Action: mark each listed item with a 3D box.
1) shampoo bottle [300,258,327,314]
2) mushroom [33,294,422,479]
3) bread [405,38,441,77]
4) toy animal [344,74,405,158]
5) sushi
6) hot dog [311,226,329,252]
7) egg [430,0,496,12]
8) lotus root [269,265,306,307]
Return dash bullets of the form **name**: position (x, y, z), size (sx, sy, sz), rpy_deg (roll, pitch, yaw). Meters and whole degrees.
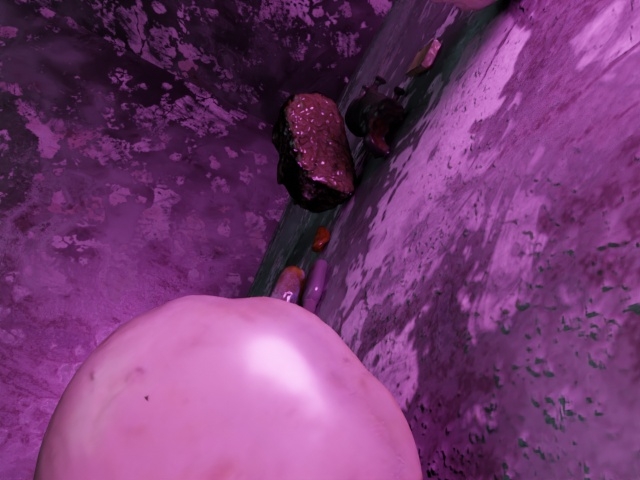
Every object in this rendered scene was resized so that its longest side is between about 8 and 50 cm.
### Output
- **shampoo bottle**: position (-0.018, 0.117, 1.050), size (0.080, 0.040, 0.165), rpy_deg (-57, 11, 37)
- **mushroom**: position (-0.074, 0.222, 0.429), size (0.336, 0.314, 0.315), rpy_deg (87, -161, -57)
- **bread**: position (0.244, -0.433, 1.093), size (0.068, 0.028, 0.154), rpy_deg (-63, 9, 9)
- **toy animal**: position (0.139, -0.323, 1.158), size (0.168, 0.106, 0.343), rpy_deg (-60, 14, 19)
- **sushi**: position (-0.019, -0.253, 1.266), size (0.171, 0.210, 0.350), rpy_deg (127, 135, -59)
- **hot dog**: position (0.000, 0.000, 1.268), size (0.058, 0.035, 0.083), rpy_deg (-56, 13, 41)
- **egg**: position (0.224, -0.508, 0.630), size (0.278, 0.278, 0.336), rpy_deg (-74, 8, -46)
- **lotus root**: position (-0.080, 0.151, 1.108), size (0.113, 0.088, 0.192), rpy_deg (67, -147, -45)
